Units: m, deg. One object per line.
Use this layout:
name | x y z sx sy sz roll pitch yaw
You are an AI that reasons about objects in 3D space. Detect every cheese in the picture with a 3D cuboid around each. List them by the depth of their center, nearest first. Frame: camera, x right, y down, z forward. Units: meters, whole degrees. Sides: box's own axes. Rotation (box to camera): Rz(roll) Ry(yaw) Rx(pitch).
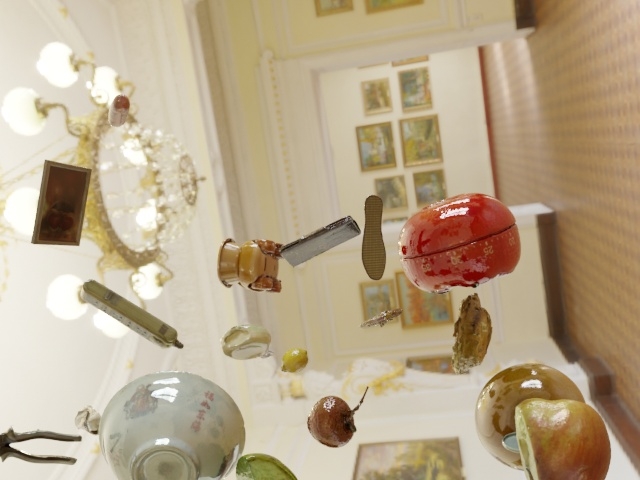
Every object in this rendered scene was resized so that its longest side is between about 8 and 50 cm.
cheese | -0.190 0.296 1.810 0.227 0.137 0.065 48 -156 -61

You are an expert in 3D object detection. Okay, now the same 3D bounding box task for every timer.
timer | 0.428 0.006 2.022 0.378 0.377 0.280 -39 -69 -79

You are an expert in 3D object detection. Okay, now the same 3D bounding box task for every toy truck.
toy truck | -0.260 0.095 2.480 0.288 0.211 0.205 33 -119 -76

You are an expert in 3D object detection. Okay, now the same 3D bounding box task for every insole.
insole | 0.156 -0.010 1.894 0.005 0.086 0.254 -12 77 61

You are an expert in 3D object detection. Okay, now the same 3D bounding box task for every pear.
pear | -0.146 0.741 1.835 0.239 0.139 0.288 -41 67 52

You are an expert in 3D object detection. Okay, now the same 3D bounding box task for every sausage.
sausage | -0.763 -0.490 2.442 0.194 0.077 0.077 145 124 -60

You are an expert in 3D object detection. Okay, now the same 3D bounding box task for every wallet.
wallet | 0.000 0.000 1.836 0.122 0.232 0.031 53 -166 -61

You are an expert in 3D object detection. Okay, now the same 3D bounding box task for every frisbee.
frisbee | 0.491 0.484 1.545 0.110 0.110 0.014 -38 -56 -79

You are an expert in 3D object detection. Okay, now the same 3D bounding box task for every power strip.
power strip | -0.627 0.260 2.157 0.092 0.387 0.066 -49 11 52

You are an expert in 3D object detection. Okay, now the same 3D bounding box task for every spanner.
spanner | -0.830 0.564 1.783 0.040 0.324 0.096 -10 68 59

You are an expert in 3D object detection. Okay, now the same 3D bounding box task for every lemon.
lemon | -0.068 0.313 1.673 0.062 0.083 0.062 52 180 0

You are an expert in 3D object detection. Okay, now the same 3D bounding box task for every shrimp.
shrimp | 0.198 0.258 2.163 0.095 0.162 0.045 25 -135 -50

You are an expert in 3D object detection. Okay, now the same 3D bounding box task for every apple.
apple | 0.420 0.369 1.131 0.195 0.160 0.173 60 -141 -66

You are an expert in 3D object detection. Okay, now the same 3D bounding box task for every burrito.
burrito | -0.775 0.607 2.172 0.060 0.226 0.087 42 -114 -22

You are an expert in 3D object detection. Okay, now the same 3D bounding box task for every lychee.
lychee | 0.028 0.371 1.341 0.140 0.101 0.115 140 131 -57

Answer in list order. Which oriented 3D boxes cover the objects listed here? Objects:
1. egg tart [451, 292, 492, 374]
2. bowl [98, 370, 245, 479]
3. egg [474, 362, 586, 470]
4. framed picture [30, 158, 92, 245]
egg tart | 0.488 0.305 2.073 0.279 0.094 0.279 -29 -57 -60
bowl | -0.433 0.610 1.847 0.196 0.434 0.435 -111 10 -74
egg | 0.570 0.484 1.768 0.351 0.282 0.283 105 165 -62
framed picture | -0.908 -0.126 2.274 0.211 0.020 0.290 7 -87 -67
